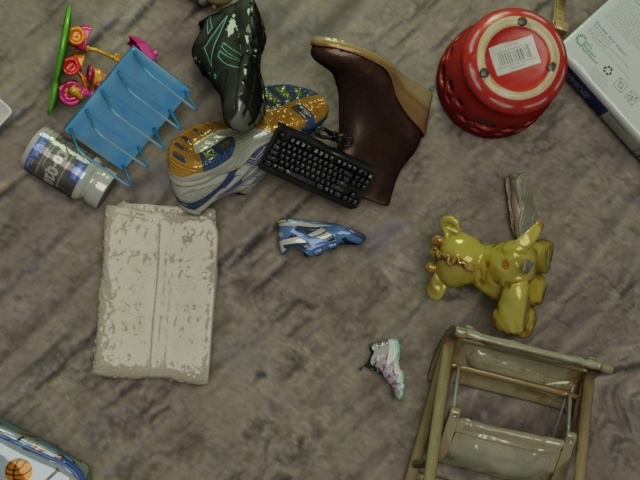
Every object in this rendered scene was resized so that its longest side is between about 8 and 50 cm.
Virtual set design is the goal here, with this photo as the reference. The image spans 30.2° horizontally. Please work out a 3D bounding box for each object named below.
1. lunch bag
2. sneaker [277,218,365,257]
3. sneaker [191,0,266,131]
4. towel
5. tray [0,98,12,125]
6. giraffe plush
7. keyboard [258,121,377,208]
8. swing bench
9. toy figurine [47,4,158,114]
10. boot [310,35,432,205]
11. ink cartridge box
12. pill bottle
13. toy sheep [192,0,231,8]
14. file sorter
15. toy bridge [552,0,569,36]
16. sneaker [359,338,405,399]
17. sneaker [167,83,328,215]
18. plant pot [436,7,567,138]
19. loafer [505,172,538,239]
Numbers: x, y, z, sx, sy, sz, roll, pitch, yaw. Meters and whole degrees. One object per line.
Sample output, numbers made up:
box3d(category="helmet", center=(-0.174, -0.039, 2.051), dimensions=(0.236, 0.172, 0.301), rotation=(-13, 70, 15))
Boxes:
box3d(category="lunch bag", center=(-0.505, 0.395, 1.780), dimensions=(0.303, 0.115, 0.243), rotation=(27, 85, -2))
box3d(category="sneaker", center=(0.000, 0.000, 1.900), dimensions=(0.144, 0.053, 0.059), rotation=(5, 83, 3))
box3d(category="sneaker", center=(-0.143, -0.266, 1.854), dimensions=(0.106, 0.101, 0.267), rotation=(-10, 49, 11))
box3d(category="towel", center=(-0.257, 0.081, 1.867), dimensions=(0.187, 0.049, 0.282), rotation=(5, 84, -4))
box3d(category="tray", center=(-0.625, -0.151, 1.857), dimensions=(0.145, 0.030, 0.270), rotation=(42, 82, -2))
box3d(category="giraffe plush", center=(0.258, 0.047, 1.876), dimensions=(0.170, 0.210, 0.181), rotation=(12, 70, 22))
box3d(category="keyboard", center=(0.003, -0.125, 1.840), dimensions=(0.180, 0.023, 0.108), rotation=(23, 102, -23))
box3d(category="swing bench", center=(0.290, 0.284, 1.853), dimensions=(0.253, 0.165, 0.255), rotation=(15, 78, -4))
box3d(category="toy figurine", center=(-0.335, -0.266, 1.865), dimensions=(0.159, 0.130, 0.173), rotation=(11, 93, -15))
box3d(category="boot", center=(0.056, -0.187, 1.873), dimensions=(0.248, 0.090, 0.207), rotation=(26, 86, -29))
box3d(category="ink cartridge box", center=(0.605, -0.297, 1.985), dimensions=(0.330, 0.071, 0.324), rotation=(-41, 89, -11))
box3d(category="pill bottle", center=(-0.391, -0.112, 1.854), dimensions=(0.137, 0.078, 0.078), rotation=(31, 82, -2))
box3d(category="toy sheep", center=(-0.192, -0.427, 1.903), dimensions=(0.132, 0.091, 0.091), rotation=(41, 82, 2))
box3d(category="file sorter", center=(-0.286, -0.185, 1.817), dimensions=(0.118, 0.104, 0.170), rotation=(36, 99, -33))
box3d(category="toy bridge", center=(0.411, -0.423, 1.976), dimensions=(0.026, 0.063, 0.188), rotation=(16, 82, -4))
box3d(category="sneaker", center=(0.097, 0.209, 1.900), dimensions=(0.069, 0.038, 0.098), rotation=(-7, 76, -5))
box3d(category="sneaker", center=(-0.117, -0.146, 1.884), dimensions=(0.296, 0.131, 0.112), rotation=(-27, 53, -26))
box3d(category="plant pot", center=(0.294, -0.267, 1.897), dimensions=(0.191, 0.174, 0.191), rotation=(0, 87, -7))
box3d(category="loafer", center=(0.329, -0.049, 1.949), dimensions=(0.045, 0.039, 0.125), rotation=(-13, 101, -35))
